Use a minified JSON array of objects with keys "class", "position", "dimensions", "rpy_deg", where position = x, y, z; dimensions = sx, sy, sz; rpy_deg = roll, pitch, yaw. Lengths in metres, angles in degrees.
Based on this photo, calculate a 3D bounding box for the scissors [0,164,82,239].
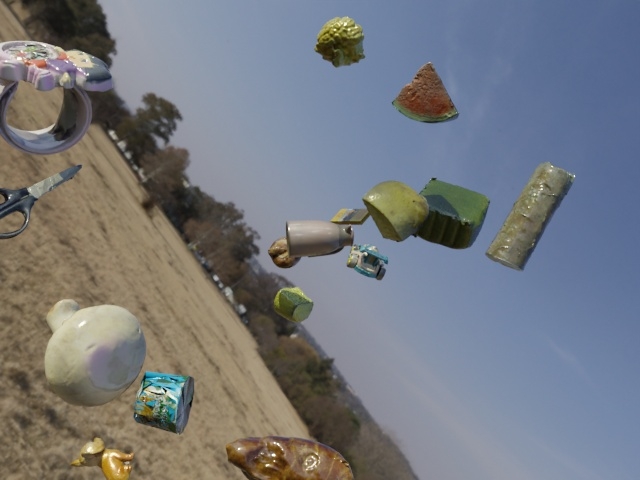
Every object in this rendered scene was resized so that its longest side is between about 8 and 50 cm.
[{"class":"scissors","position":[-0.598,-0.102,1.121],"dimensions":[0.109,0.022,0.300],"rpy_deg":[51,30,-14]}]

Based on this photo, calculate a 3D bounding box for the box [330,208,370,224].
[{"class":"box","position":[0.120,-0.093,2.087],"dimensions":[0.155,0.087,0.023],"rpy_deg":[2,-49,43]}]

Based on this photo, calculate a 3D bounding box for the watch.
[{"class":"watch","position":[-0.607,-0.309,1.208],"dimensions":[0.196,0.244,0.231],"rpy_deg":[41,-52,36]}]

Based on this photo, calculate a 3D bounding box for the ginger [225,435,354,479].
[{"class":"ginger","position":[-0.097,0.743,1.764],"dimensions":[0.418,0.176,0.254],"rpy_deg":[10,-25,4]}]

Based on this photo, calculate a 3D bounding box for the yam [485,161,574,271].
[{"class":"yam","position":[0.461,-0.055,1.172],"dimensions":[0.093,0.259,0.093],"rpy_deg":[32,-6,4]}]

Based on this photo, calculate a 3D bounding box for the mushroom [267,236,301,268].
[{"class":"mushroom","position":[-0.118,0.039,1.848],"dimensions":[0.127,0.127,0.087],"rpy_deg":[46,-15,36]}]

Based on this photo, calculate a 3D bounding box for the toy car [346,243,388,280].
[{"class":"toy car","position":[0.164,0.046,1.746],"dimensions":[0.126,0.098,0.161],"rpy_deg":[26,31,-6]}]

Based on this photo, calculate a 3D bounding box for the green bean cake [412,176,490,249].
[{"class":"green bean cake","position":[0.468,-0.093,1.957],"dimensions":[0.250,0.247,0.156],"rpy_deg":[22,-50,18]}]

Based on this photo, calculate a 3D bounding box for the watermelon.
[{"class":"watermelon","position":[0.339,-0.437,1.687],"dimensions":[0.207,0.136,0.202],"rpy_deg":[34,-17,53]}]

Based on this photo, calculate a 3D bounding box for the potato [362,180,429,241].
[{"class":"potato","position":[0.180,-0.089,1.188],"dimensions":[0.081,0.149,0.120],"rpy_deg":[11,-36,48]}]

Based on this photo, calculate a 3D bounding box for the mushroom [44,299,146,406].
[{"class":"mushroom","position":[-0.681,0.317,1.637],"dimensions":[0.315,0.315,0.356],"rpy_deg":[78,-2,-64]}]

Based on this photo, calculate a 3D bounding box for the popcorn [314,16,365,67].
[{"class":"popcorn","position":[0.074,-0.657,1.792],"dimensions":[0.142,0.173,0.173],"rpy_deg":[-101,165,-57]}]

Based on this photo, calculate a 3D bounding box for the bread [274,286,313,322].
[{"class":"bread","position":[-0.102,0.240,1.980],"dimensions":[0.114,0.129,0.111],"rpy_deg":[30,-63,38]}]

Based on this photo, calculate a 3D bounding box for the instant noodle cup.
[{"class":"instant noodle cup","position":[-0.611,0.629,2.088],"dimensions":[0.240,0.178,0.240],"rpy_deg":[8,90,-89]}]

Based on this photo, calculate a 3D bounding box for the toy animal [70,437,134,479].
[{"class":"toy animal","position":[-0.313,0.323,0.764],"dimensions":[0.081,0.083,0.060],"rpy_deg":[-89,-158,-44]}]

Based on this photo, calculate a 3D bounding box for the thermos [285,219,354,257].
[{"class":"thermos","position":[0.000,0.000,1.534],"dimensions":[0.137,0.193,0.105],"rpy_deg":[96,-14,-52]}]
